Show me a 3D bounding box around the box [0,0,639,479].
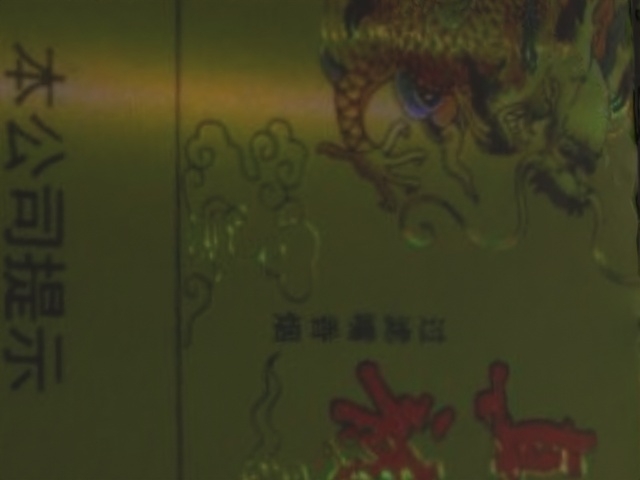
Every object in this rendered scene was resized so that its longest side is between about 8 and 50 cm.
[{"bbox_3d":[0.000,0.000,0.429,0.311,0.043,0.173,3,-97,-31],"label":"box"}]
